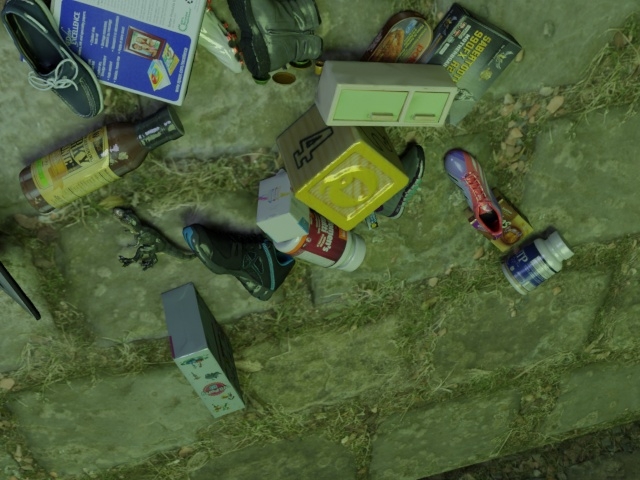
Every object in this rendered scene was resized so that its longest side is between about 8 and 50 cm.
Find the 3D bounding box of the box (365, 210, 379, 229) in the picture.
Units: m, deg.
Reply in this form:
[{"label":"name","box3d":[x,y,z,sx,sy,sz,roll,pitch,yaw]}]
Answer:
[{"label":"box","box3d":[0.100,-0.105,1.833,0.027,0.137,0.094,-19,138,0]}]

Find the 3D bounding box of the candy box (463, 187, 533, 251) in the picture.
[{"label":"candy box","box3d":[0.482,-0.054,2.087,0.109,0.053,0.186,-38,136,19]}]

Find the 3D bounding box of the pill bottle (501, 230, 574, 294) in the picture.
[{"label":"pill bottle","box3d":[0.623,0.060,2.211,0.186,0.112,0.112,-40,134,20]}]

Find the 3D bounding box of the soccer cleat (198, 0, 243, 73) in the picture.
[{"label":"soccer cleat","box3d":[-0.215,-0.394,1.479,0.076,0.068,0.196,-23,132,16]}]

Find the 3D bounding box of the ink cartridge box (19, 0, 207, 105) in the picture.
[{"label":"ink cartridge box","box3d":[-0.363,-0.418,1.377,0.307,0.072,0.304,16,130,-9]}]

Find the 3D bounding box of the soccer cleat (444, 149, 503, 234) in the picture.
[{"label":"soccer cleat","box3d":[0.389,-0.119,1.925,0.083,0.095,0.248,-29,120,11]}]

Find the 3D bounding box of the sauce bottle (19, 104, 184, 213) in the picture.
[{"label":"sauce bottle","box3d":[-0.445,-0.173,1.589,0.344,0.111,0.111,-27,137,5]}]

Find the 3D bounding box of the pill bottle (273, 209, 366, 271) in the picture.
[{"label":"pill bottle","box3d":[0.000,0.000,1.916,0.221,0.121,0.121,21,124,-35]}]

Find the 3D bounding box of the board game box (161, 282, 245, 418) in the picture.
[{"label":"board game box","box3d":[-0.305,0.292,2.033,0.097,0.224,0.303,-21,137,1]}]

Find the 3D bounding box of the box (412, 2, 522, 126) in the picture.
[{"label":"box","box3d":[0.294,-0.375,1.684,0.183,0.056,0.231,18,126,-33]}]

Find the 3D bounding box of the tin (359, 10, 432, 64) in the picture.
[{"label":"tin","box3d":[0.156,-0.395,1.629,0.106,0.040,0.190,20,125,-30]}]

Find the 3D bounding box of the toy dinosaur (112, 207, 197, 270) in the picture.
[{"label":"toy dinosaur","box3d":[-0.405,0.021,1.840,0.118,0.064,0.268,-41,137,13]}]

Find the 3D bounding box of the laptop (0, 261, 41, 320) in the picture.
[{"label":"laptop","box3d":[-0.843,0.030,1.569,0.236,0.407,0.382,-44,144,-23]}]

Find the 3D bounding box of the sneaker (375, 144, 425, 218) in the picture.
[{"label":"sneaker","box3d":[0.176,-0.138,1.870,0.098,0.083,0.224,5,133,-18]}]

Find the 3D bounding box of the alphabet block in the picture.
[{"label":"alphabet block","box3d":[0.046,-0.175,1.696,0.193,0.197,0.192,-40,134,21]}]

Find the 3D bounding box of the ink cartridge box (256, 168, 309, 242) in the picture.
[{"label":"ink cartridge box","box3d":[-0.084,-0.085,1.795,0.089,0.143,0.092,-17,141,24]}]

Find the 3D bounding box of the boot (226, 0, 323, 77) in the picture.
[{"label":"boot","box3d":[-0.085,-0.444,1.470,0.161,0.083,0.247,-27,125,-22]}]

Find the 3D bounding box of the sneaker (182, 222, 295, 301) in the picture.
[{"label":"sneaker","box3d":[-0.198,0.023,1.891,0.139,0.125,0.341,-45,140,8]}]

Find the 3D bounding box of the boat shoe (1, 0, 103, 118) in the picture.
[{"label":"boat shoe","box3d":[-0.475,-0.315,1.376,0.095,0.079,0.255,-10,130,14]}]

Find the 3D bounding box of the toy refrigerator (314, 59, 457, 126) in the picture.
[{"label":"toy refrigerator","box3d":[0.135,-0.297,1.586,0.269,0.094,0.102,-3,136,-22]}]

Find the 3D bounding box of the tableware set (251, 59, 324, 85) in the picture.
[{"label":"tableware set","box3d":[-0.067,-0.346,1.548,0.154,0.104,0.024,-7,135,-15]}]
